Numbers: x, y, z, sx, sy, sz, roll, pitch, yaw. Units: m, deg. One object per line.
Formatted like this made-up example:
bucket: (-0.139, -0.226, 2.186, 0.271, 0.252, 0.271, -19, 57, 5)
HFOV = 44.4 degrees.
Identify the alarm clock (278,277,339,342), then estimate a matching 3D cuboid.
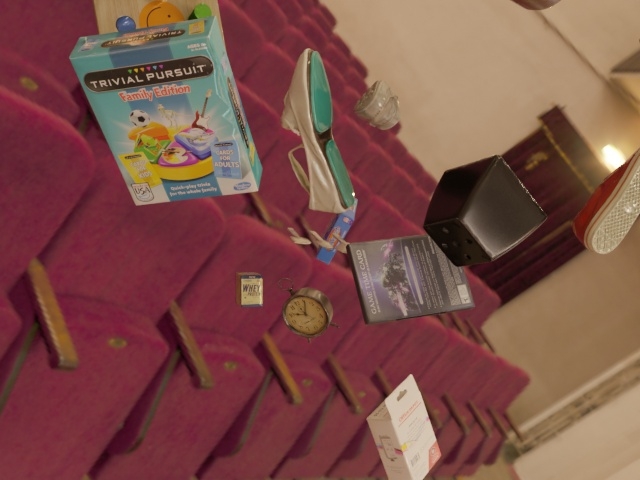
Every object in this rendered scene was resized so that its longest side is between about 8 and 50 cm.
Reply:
alarm clock: (-0.044, 0.172, 2.060, 0.192, 0.129, 0.064, 52, 29, -14)

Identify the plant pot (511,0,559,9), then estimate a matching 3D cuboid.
plant pot: (0.346, -0.477, 1.325, 0.165, 0.167, 0.167, 8, 44, -52)

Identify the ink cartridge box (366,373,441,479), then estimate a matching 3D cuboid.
ink cartridge box: (0.165, 0.382, 1.590, 0.115, 0.067, 0.198, -33, 109, -47)

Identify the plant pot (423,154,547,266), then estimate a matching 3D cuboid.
plant pot: (0.337, -0.049, 1.704, 0.188, 0.167, 0.187, 50, -28, -15)

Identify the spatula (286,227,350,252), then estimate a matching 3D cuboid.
spatula: (0.000, 0.000, 1.935, 0.168, 0.019, 0.242, 6, 8, -10)

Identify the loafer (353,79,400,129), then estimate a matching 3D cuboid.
loafer: (0.156, -0.338, 1.986, 0.111, 0.112, 0.319, 42, 16, -3)

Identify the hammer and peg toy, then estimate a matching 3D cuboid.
hammer and peg toy: (-0.320, -0.382, 1.584, 0.127, 0.266, 0.361, 167, -86, -67)

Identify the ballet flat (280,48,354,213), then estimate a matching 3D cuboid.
ballet flat: (-0.026, -0.248, 1.873, 0.139, 0.139, 0.400, -83, 159, -73)

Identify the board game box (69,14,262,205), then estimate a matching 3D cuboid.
board game box: (-0.273, -0.226, 1.447, 0.079, 0.254, 0.336, -86, 166, -47)

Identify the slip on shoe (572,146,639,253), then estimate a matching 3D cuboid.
slip on shoe: (0.668, -0.122, 1.704, 0.123, 0.331, 0.101, 35, 5, -30)

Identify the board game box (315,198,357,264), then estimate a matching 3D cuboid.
board game box: (0.050, -0.038, 2.338, 0.047, 0.160, 0.210, 28, 19, -4)

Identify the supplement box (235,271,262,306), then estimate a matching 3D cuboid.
supplement box: (-0.185, 0.126, 2.025, 0.083, 0.056, 0.083, -172, -99, -73)

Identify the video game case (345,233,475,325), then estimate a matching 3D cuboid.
video game case: (0.210, 0.084, 1.829, 0.026, 0.274, 0.196, 123, -43, -63)
